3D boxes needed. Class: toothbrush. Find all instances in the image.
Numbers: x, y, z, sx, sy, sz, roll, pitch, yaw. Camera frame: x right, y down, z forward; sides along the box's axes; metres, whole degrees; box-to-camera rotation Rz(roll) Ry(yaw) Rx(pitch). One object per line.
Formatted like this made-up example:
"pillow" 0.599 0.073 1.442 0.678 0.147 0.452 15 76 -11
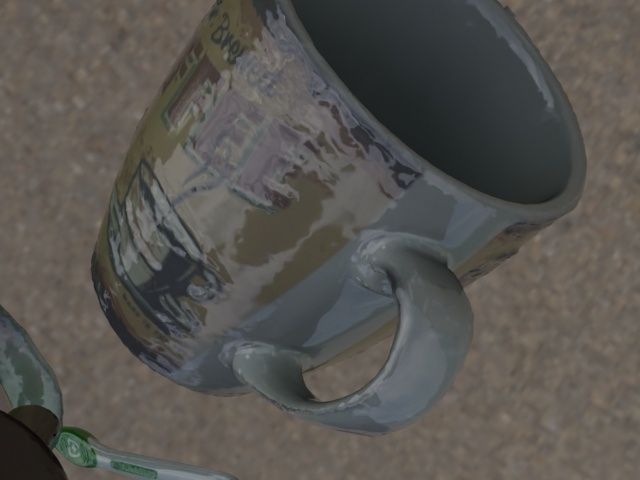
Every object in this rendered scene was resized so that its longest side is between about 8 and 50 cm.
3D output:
"toothbrush" -0.177 0.158 1.415 0.304 0.030 0.030 9 129 35

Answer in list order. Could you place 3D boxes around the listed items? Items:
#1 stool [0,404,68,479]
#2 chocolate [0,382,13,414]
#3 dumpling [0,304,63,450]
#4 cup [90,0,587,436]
"stool" -0.171 0.131 0.733 0.125 0.121 0.217 18 122 -20
"chocolate" -0.253 0.129 1.119 0.221 0.147 0.221 39 148 30
"dumpling" -0.270 0.109 1.313 0.105 0.149 0.216 24 111 56
"cup" 0.000 0.000 1.065 0.227 0.301 0.257 19 129 -31
